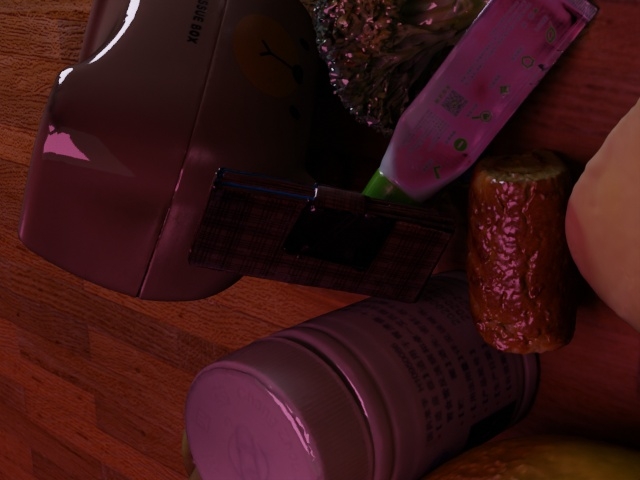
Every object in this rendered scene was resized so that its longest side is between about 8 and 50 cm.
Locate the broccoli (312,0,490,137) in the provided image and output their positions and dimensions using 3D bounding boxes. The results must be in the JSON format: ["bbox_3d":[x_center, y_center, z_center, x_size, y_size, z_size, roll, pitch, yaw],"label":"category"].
[{"bbox_3d":[0.094,-0.213,1.080,0.194,0.194,0.219,-40,50,47],"label":"broccoli"}]

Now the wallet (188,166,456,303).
[{"bbox_3d":[0.000,0.000,1.016,0.124,0.230,0.042,114,164,-48],"label":"wallet"}]

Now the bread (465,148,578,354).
[{"bbox_3d":[0.189,0.009,1.030,0.103,0.132,0.172,-2,107,3],"label":"bread"}]

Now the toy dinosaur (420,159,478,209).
[{"bbox_3d":[0.100,-0.050,1.115,0.329,0.144,0.076,-38,46,12],"label":"toy dinosaur"}]

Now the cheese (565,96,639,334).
[{"bbox_3d":[0.334,-0.043,0.771,0.384,0.104,0.384,169,90,-69],"label":"cheese"}]

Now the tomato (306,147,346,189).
[{"bbox_3d":[-0.009,-0.062,1.266,0.087,0.087,0.075,-4,133,48],"label":"tomato"}]

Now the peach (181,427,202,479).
[{"bbox_3d":[-0.022,0.281,1.250,0.292,0.292,0.247,35,118,35],"label":"peach"}]

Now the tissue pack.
[{"bbox_3d":[-0.145,-0.130,1.178,0.387,0.277,0.267,-82,16,-45],"label":"tissue pack"}]

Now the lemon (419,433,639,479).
[{"bbox_3d":[0.197,0.336,0.985,0.364,0.364,0.364,18,116,43],"label":"lemon"}]

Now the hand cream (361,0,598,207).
[{"bbox_3d":[0.136,-0.131,1.020,0.275,0.079,0.050,-52,25,12],"label":"hand cream"}]

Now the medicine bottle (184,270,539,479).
[{"bbox_3d":[0.046,0.158,1.088,0.190,0.332,0.190,18,116,43],"label":"medicine bottle"}]
